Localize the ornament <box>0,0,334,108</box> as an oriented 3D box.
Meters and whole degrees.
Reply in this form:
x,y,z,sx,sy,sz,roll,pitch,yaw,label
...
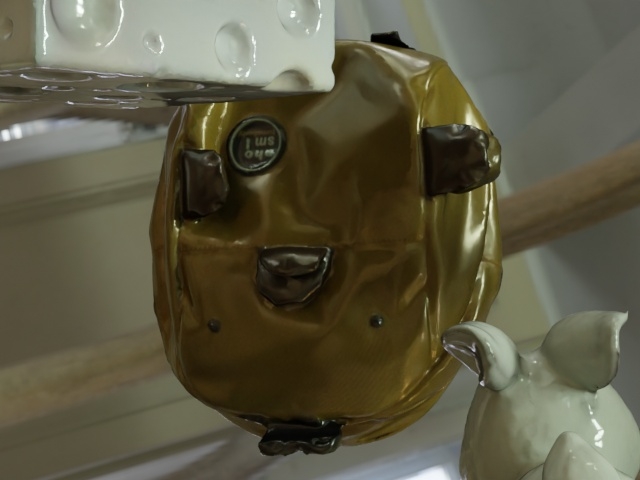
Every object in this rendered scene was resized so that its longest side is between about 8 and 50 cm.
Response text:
x,y,z,sx,sy,sz,roll,pitch,yaw,label
-0.153,-0.214,0.812,0.239,0.239,0.240,1,-87,43,ornament

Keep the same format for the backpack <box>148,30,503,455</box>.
x,y,z,sx,sy,sz,roll,pitch,yaw,label
0.004,0.001,1.121,0.201,0.353,0.378,22,65,-69,backpack

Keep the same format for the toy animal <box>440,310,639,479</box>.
x,y,z,sx,sy,sz,roll,pitch,yaw,label
0.153,0.148,0.809,0.178,0.127,0.193,74,10,-53,toy animal
